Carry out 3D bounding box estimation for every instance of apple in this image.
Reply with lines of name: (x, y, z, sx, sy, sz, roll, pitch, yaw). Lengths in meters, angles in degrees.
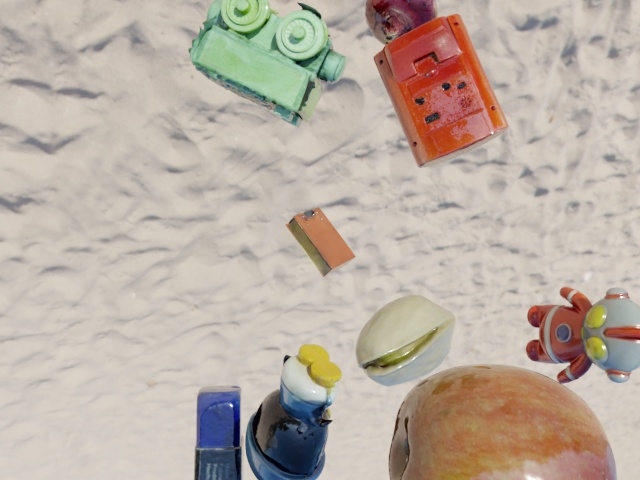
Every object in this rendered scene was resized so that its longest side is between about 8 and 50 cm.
apple: (0.149, 0.202, 0.501, 0.174, 0.188, 0.188, 11, 135, -4)

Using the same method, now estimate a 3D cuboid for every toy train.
toy train: (-0.094, -0.338, 1.052, 0.188, 0.272, 0.159, -64, 174, 5)

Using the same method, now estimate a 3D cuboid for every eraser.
eraser: (-0.205, 0.467, 1.159, 0.102, 0.331, 0.155, 0, 172, -8)

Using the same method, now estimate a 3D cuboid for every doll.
doll: (-0.048, 0.336, 1.038, 0.141, 0.177, 0.314, 3, 121, -35)
doll: (0.519, 0.183, 1.109, 0.106, 0.199, 0.336, 10, 170, -17)

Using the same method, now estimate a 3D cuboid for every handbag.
handbag: (0.000, 0.000, 1.634, 0.063, 0.190, 0.127, -43, 169, 38)

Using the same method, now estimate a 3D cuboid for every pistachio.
pistachio: (0.212, 0.257, 1.454, 0.332, 0.207, 0.226, -20, 178, -39)

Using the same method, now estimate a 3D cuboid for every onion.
onion: (0.156, -0.425, 1.129, 0.150, 0.140, 0.150, 7, 142, 6)

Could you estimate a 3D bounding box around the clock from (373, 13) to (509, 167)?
clock: (0.138, -0.173, 0.668, 0.113, 0.155, 0.061, -24, 173, 17)
